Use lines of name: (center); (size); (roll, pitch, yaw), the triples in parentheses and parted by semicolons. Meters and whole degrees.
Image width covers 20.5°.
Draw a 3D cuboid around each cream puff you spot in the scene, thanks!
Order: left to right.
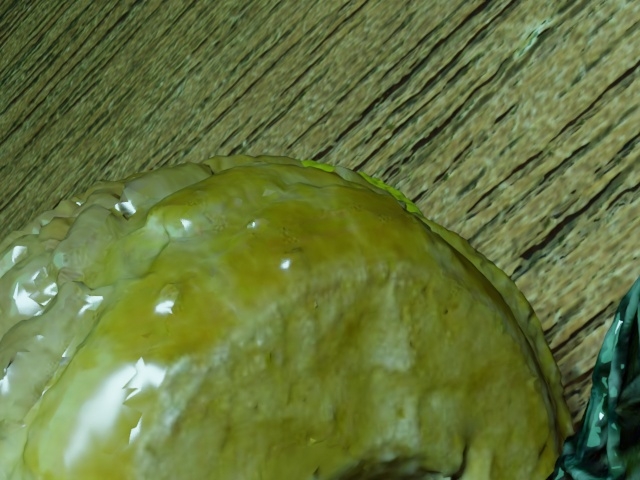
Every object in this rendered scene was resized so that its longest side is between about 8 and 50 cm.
cream puff: (-0.049, 0.122, 0.800); (0.231, 0.327, 0.343); (14, 58, 51)

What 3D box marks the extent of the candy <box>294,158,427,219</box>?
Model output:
candy: (0.000, 0.000, 1.095); (0.199, 0.094, 0.106); (-1, 98, 54)

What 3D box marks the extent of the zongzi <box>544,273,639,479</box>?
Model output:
zongzi: (0.175, 0.003, 0.524); (0.319, 0.362, 0.383); (-53, 20, -26)
